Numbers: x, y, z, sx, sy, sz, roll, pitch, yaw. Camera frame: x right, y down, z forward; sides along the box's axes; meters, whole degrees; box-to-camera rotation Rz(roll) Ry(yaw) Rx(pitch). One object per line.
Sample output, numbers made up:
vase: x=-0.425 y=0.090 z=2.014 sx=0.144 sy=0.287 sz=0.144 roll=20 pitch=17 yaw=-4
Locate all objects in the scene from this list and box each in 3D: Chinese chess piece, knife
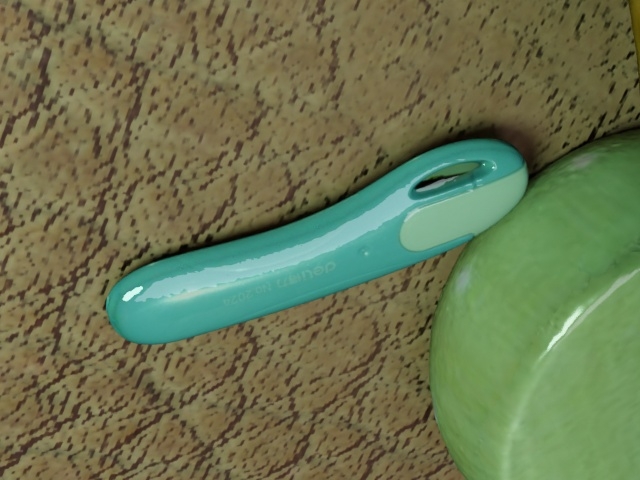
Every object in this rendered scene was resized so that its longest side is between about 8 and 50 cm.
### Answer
Chinese chess piece: x=0.180 y=0.057 z=0.835 sx=0.250 sy=0.101 sz=0.250 roll=-13 pitch=128 yaw=-18
knife: x=0.000 y=0.000 z=0.753 sx=0.222 sy=0.031 sz=0.064 roll=-20 pitch=133 yaw=-8

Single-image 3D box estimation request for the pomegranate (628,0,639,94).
pomegranate: x=0.326 y=-0.105 z=0.595 sx=0.412 sy=0.411 sz=0.411 roll=-13 pitch=128 yaw=-18
